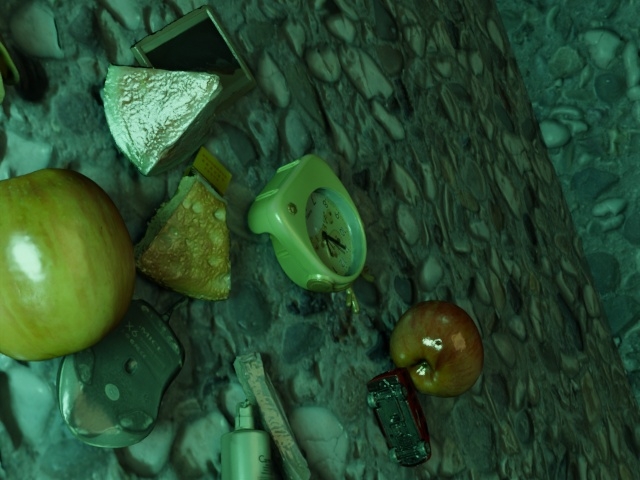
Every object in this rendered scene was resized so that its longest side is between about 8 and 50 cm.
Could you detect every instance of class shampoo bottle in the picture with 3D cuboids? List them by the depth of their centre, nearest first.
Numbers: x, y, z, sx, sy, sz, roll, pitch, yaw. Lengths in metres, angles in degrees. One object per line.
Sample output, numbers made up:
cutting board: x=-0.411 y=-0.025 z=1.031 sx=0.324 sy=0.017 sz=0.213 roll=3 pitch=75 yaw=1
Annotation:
shampoo bottle: x=-0.118 y=0.392 z=1.424 sx=0.085 sy=0.085 sz=0.263 roll=21 pitch=57 yaw=-46

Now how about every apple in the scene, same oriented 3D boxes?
apple: x=-0.364 y=0.033 z=1.171 sx=0.242 sy=0.242 sz=0.241 roll=-20 pitch=92 yaw=-54
apple: x=0.246 y=0.236 z=1.884 sx=0.209 sy=0.209 sz=0.164 roll=59 pitch=37 yaw=-14

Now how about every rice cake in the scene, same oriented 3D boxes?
rice cake: x=-0.082 y=0.316 z=1.539 sx=0.055 sy=0.049 sz=0.270 roll=-27 pitch=95 yaw=-32

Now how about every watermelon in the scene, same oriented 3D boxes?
watermelon: x=-0.263 y=-0.232 z=1.501 sx=0.207 sy=0.202 sz=0.136 roll=58 pitch=-2 yaw=-19

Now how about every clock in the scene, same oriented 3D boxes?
clock: x=0.000 y=0.000 z=1.762 sx=0.308 sy=0.096 sz=0.235 roll=55 pitch=37 yaw=-18

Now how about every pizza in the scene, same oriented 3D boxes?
pizza: x=-0.218 y=0.008 z=1.498 sx=0.204 sy=0.080 sz=0.188 roll=42 pitch=67 yaw=-37

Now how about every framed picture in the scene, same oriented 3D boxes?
framed picture: x=-0.234 y=-0.330 z=1.690 sx=0.192 sy=0.018 sz=0.265 roll=57 pitch=38 yaw=-14

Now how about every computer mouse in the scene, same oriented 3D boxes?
computer mouse: x=-0.286 y=0.179 z=1.317 sx=0.167 sy=0.090 sz=0.379 roll=56 pitch=25 yaw=-10

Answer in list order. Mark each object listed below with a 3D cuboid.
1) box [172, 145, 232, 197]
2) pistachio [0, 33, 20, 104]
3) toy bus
box: x=-0.214 y=-0.089 z=1.591 sx=0.087 sy=0.023 sz=0.155 roll=48 pitch=41 yaw=-31
pistachio: x=-0.502 y=-0.279 z=1.222 sx=0.206 sy=0.131 sz=0.130 roll=50 pitch=48 yaw=-32
toy bus: x=0.168 y=0.363 z=1.818 sx=0.089 sy=0.081 sz=0.195 roll=-21 pitch=89 yaw=-64
